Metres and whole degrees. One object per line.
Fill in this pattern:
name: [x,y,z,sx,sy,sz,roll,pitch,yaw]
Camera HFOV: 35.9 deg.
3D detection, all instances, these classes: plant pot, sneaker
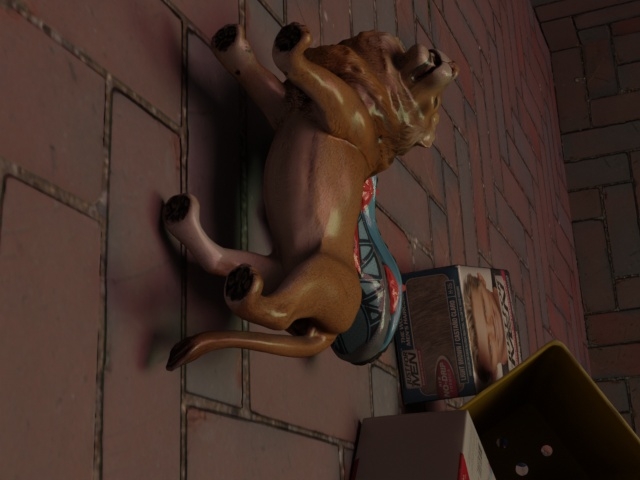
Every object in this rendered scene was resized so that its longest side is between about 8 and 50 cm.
plant pot: [0.278,0.291,1.293,0.212,0.212,0.187,53,-9,17]
sneaker: [0.000,0.000,0.999,0.125,0.104,0.262,1,75,-52]

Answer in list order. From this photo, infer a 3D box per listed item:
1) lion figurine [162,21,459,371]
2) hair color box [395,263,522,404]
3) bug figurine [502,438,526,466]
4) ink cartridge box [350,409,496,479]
lion figurine: [-0.004,-0.036,0.859,0.240,0.142,0.392,41,60,-47]
hair color box: [0.205,0.130,1.433,0.347,0.105,0.174,6,75,-68]
bug figurine: [0.392,0.473,1.764,0.216,0.072,0.279,-104,172,-71]
ink cartridge box: [0.123,0.296,1.105,0.128,0.127,0.176,-75,147,-47]
